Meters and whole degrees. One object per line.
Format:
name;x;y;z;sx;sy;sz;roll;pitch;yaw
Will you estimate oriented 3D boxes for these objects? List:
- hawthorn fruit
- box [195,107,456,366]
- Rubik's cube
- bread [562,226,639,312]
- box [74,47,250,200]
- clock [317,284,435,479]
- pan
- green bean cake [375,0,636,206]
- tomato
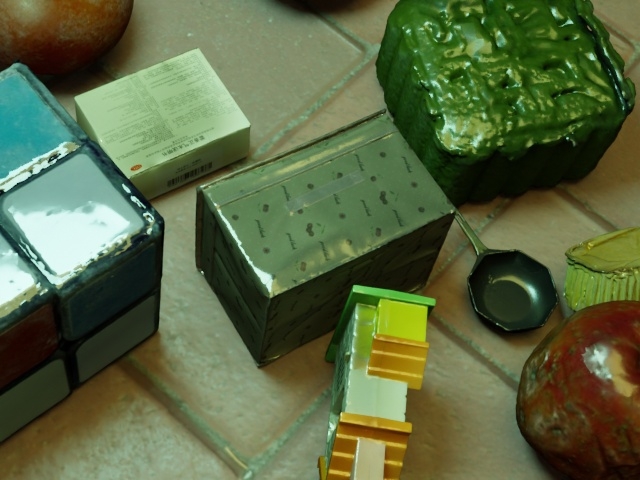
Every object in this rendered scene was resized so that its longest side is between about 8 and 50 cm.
hawthorn fruit;0.389;0.204;1.556;0.258;0.262;0.258;-2;95;-28
box;0.000;0.000;1.623;0.297;0.225;0.190;-24;66;-19
Rubik's cube;-0.409;0.025;1.496;0.313;0.316;0.318;-34;69;-24
bread;0.443;0.054;1.713;0.190;0.114;0.132;-12;26;-28
box;-0.234;-0.167;1.759;0.212;0.095;0.168;-26;66;-20
clock;0.063;0.223;1.509;0.106;0.220;0.255;9;60;-5
pan;0.269;0.047;1.739;0.128;0.048;0.202;-5;63;-13
green bean cake;0.272;-0.236;1.807;0.319;0.218;0.335;-14;62;-16
tomato;-0.408;-0.366;1.756;0.265;0.265;0.265;4;60;-7
